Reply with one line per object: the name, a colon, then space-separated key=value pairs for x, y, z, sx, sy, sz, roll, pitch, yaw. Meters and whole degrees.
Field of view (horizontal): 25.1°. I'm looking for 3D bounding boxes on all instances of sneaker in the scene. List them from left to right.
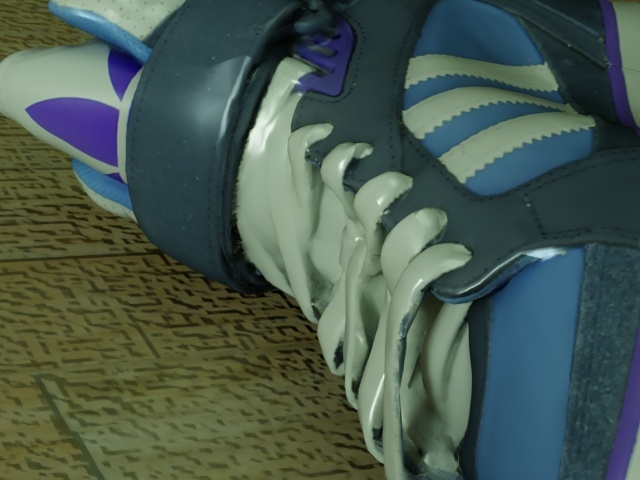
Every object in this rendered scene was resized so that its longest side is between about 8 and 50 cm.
sneaker: x=0.000 y=-0.001 z=0.453 sx=0.236 sy=0.130 sz=0.323 roll=7 pitch=32 yaw=4
